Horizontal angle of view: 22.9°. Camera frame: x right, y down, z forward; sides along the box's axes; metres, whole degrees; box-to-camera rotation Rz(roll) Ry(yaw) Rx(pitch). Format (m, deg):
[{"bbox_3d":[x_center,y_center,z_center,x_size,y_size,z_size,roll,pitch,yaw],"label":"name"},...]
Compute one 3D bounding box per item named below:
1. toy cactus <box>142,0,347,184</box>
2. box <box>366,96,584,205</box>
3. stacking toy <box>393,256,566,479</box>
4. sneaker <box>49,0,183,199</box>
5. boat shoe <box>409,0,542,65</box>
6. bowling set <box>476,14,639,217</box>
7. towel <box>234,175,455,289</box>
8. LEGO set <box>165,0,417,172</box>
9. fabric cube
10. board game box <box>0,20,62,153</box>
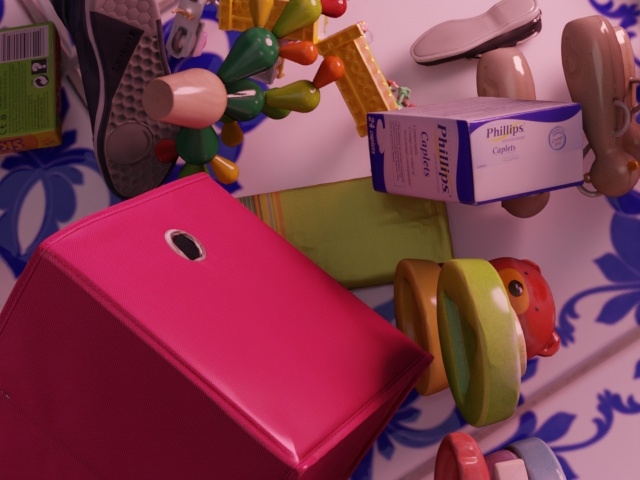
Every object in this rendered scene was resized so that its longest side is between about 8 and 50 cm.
[{"bbox_3d":[-0.082,-0.129,1.334,0.219,0.180,0.112,-43,72,29],"label":"toy cactus"},{"bbox_3d":[0.130,-0.078,1.332,0.126,0.137,0.072,-12,103,-33],"label":"box"},{"bbox_3d":[0.168,0.143,1.293,0.130,0.279,0.309,-9,81,-10],"label":"stacking toy"},{"bbox_3d":[-0.191,-0.165,1.458,0.086,0.163,0.226,-12,122,-20],"label":"sneaker"},{"bbox_3d":[0.144,-0.185,1.450,0.125,0.038,0.046,-25,48,0],"label":"boat shoe"},{"bbox_3d":[0.290,-0.120,1.365,0.200,0.287,0.154,-9,88,-30],"label":"bowling set"},{"bbox_3d":[0.000,0.000,1.449,0.237,0.021,0.102,-9,85,3],"label":"towel"},{"bbox_3d":[0.008,-0.168,1.439,0.287,0.107,0.132,32,119,9],"label":"LEGO set"},{"bbox_3d":[-0.113,0.140,1.272,0.258,0.254,0.259,39,118,13],"label":"fabric cube"},{"bbox_3d":[-0.370,-0.128,1.472,0.259,0.039,0.124,-7,62,2],"label":"board game box"}]
